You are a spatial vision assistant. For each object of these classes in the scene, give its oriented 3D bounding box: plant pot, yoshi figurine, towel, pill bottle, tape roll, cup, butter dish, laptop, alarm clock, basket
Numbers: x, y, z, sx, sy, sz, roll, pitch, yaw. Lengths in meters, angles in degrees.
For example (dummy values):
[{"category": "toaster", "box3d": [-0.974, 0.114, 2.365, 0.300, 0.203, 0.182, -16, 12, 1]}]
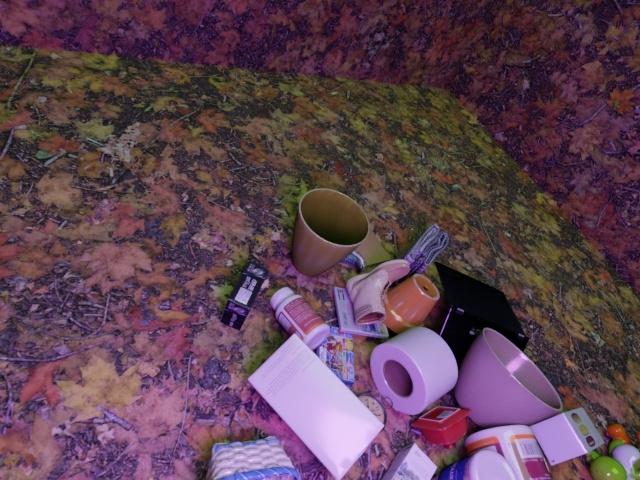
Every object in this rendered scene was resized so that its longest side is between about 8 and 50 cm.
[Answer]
[{"category": "plant pot", "box3d": [0.348, 0.235, 1.619, 0.205, 0.188, 0.205, 26, 33, -18]}, {"category": "yoshi figurine", "box3d": [1.103, 0.812, 1.543, 0.203, 0.203, 0.362, 36, 45, 28]}, {"category": "towel", "box3d": [0.411, 0.082, 1.789, 0.121, 0.235, 0.283, 43, 46, 5]}, {"category": "pill bottle", "box3d": [0.428, 0.719, 1.212, 0.153, 0.265, 0.153, 14, 45, -15]}, {"category": "tape roll", "box3d": [0.312, 0.433, 1.419, 0.169, 0.246, 0.246, -17, 61, -36]}, {"category": "cup", "box3d": [0.603, 0.503, 1.444, 0.331, 0.237, 0.331, 34, 21, -15]}, {"category": "plant pot", "box3d": [0.000, 0.000, 1.605, 0.274, 0.293, 0.275, 14, 47, -16]}, {"category": "pill bottle", "box3d": [0.601, 0.789, 1.266, 0.224, 0.224, 0.392, 9, 50, -20]}, {"category": "pill bottle", "box3d": [-0.077, 0.265, 1.444, 0.121, 0.121, 0.216, -19, 51, -38]}, {"category": "butter dish", "box3d": [0.411, 0.629, 1.389, 0.160, 0.160, 0.118, -12, 82, -34]}, {"category": "laptop", "box3d": [0.594, 0.351, 1.687, 0.382, 0.236, 0.408, 23, 88, -15]}, {"category": "alarm clock", "box3d": [0.161, 0.558, 1.359, 0.192, 0.064, 0.129, -13, 59, -31]}, {"category": "basket", "box3d": [-0.159, 0.635, 1.008, 0.254, 0.201, 0.289, 6, 18, -21]}]

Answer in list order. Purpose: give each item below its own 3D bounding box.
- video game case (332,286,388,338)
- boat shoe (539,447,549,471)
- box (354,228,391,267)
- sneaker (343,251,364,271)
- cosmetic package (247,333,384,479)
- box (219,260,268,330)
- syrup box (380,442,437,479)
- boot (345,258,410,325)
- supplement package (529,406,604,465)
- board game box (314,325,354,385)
[{"category": "video game case", "box3d": [0.150, 0.274, 1.606, 0.193, 0.023, 0.212, 13, 36, -17]}, {"category": "boat shoe", "box3d": [0.695, 0.713, 1.477, 0.103, 0.113, 0.302, 31, 31, -37]}, {"category": "box", "box3d": [0.202, 0.026, 1.879, 0.164, 0.021, 0.201, -11, 57, -34]}, {"category": "sneaker", "box3d": [0.118, 0.074, 1.779, 0.076, 0.065, 0.166, -29, 64, -23]}, {"category": "cosmetic package", "box3d": [-0.018, 0.477, 1.233, 0.197, 0.155, 0.365, -41, 77, -17]}, {"category": "box", "box3d": [-0.256, 0.185, 1.416, 0.077, 0.147, 0.180, 26, 44, -4]}, {"category": "syrup box", "box3d": [0.233, 0.723, 1.228, 0.093, 0.096, 0.237, 45, 46, 12]}, {"category": "boot", "box3d": [0.229, 0.193, 1.557, 0.262, 0.095, 0.203, -23, 40, 11]}, {"category": "supplement package", "box3d": [0.885, 0.697, 1.504, 0.244, 0.134, 0.139, 15, 43, -44]}, {"category": "board game box", "box3d": [0.047, 0.396, 1.465, 0.136, 0.035, 0.201, 15, 46, -15]}]
